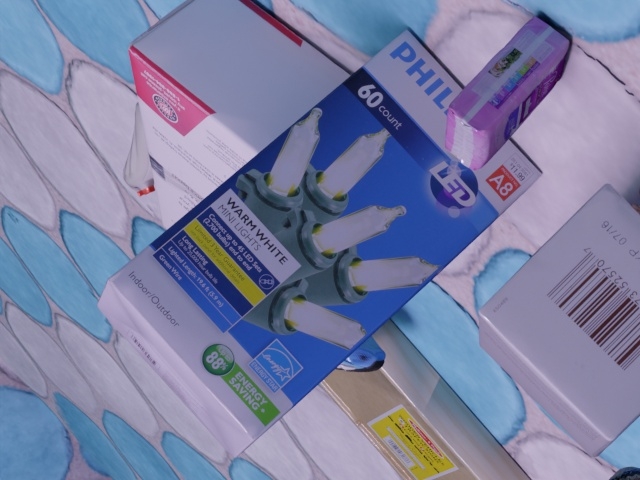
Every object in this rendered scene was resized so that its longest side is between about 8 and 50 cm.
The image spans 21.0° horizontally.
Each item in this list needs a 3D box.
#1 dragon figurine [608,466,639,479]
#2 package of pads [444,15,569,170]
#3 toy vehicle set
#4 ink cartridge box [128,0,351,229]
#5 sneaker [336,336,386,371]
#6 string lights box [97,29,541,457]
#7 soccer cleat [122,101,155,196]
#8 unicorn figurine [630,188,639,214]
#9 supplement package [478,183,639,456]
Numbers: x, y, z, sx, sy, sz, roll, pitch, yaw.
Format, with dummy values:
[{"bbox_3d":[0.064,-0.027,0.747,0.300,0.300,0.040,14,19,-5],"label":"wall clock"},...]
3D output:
[{"bbox_3d":[0.304,0.251,1.175,0.144,0.085,0.289,21,146,52],"label":"dragon figurine"},{"bbox_3d":[0.106,-0.084,0.990,0.032,0.083,0.050,38,161,15],"label":"package of pads"},{"bbox_3d":[0.092,0.172,1.537,0.267,0.035,0.166,49,159,0],"label":"toy vehicle set"},{"bbox_3d":[-0.043,-0.055,1.319,0.172,0.100,0.237,39,157,24],"label":"ink cartridge box"},{"bbox_3d":[0.002,0.041,1.426,0.162,0.073,0.063,52,-156,21],"label":"sneaker"},{"bbox_3d":[0.000,0.000,1.099,0.133,0.260,0.077,47,160,3],"label":"string lights box"},{"bbox_3d":[-0.134,-0.093,1.501,0.076,0.068,0.196,64,158,2],"label":"soccer cleat"},{"bbox_3d":[0.232,-0.003,0.928,0.111,0.060,0.162,50,176,-5],"label":"unicorn figurine"},{"bbox_3d":[0.164,0.052,1.015,0.105,0.105,0.179,44,177,10],"label":"supplement package"}]
